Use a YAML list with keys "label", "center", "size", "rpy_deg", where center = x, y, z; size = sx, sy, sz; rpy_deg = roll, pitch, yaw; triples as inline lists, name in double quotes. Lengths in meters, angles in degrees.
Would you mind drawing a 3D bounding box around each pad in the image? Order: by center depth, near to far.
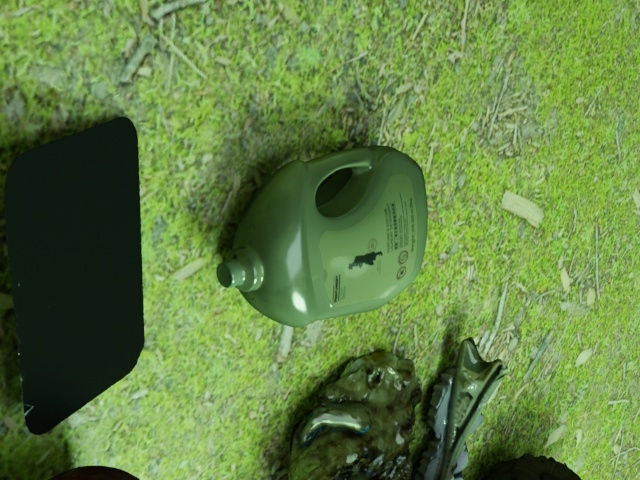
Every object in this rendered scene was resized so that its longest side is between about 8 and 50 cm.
- label: "pad"
  center: [-0.258, 0.049, 0.802]
  size: [0.323, 0.055, 0.250]
  rpy_deg: [-19, 121, -41]

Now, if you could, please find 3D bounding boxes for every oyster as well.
- label: "oyster"
  center: [0.054, 0.235, 1.221]
  size: [0.214, 0.083, 0.223]
  rpy_deg: [39, 72, -52]

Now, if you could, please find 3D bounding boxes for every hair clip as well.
- label: "hair clip"
  center: [0.185, 0.263, 1.381]
  size: [0.106, 0.084, 0.292]
  rpy_deg: [-13, 123, -49]

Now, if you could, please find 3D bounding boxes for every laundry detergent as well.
- label: "laundry detergent"
  center: [0.000, 0.000, 1.033]
  size: [0.253, 0.091, 0.181]
  rpy_deg: [-17, 119, -42]

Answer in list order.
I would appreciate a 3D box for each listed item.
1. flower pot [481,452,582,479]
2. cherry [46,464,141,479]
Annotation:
- label: "flower pot"
  center: [0.327, 0.473, 1.527]
  size: [0.302, 0.213, 0.302]
  rpy_deg: [-23, 125, -38]
- label: "cherry"
  center: [-0.223, 0.317, 0.836]
  size: [0.213, 0.236, 0.285]
  rpy_deg: [66, 29, -19]
